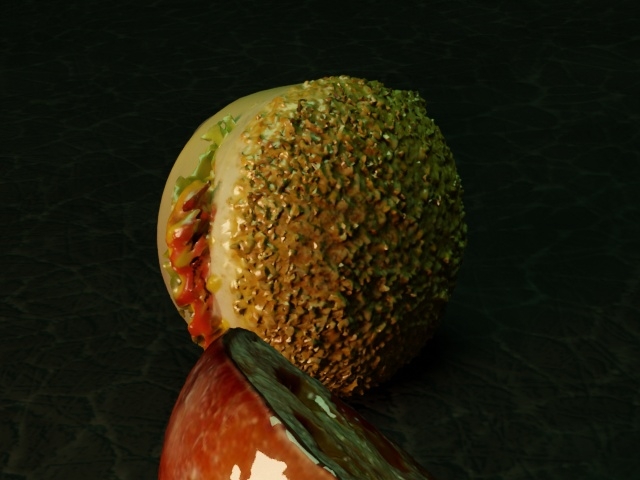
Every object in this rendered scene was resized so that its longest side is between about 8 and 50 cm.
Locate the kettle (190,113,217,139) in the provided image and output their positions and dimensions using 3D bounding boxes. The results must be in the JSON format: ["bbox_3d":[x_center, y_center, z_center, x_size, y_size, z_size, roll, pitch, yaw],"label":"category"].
[{"bbox_3d":[0.010,-0.074,1.611,0.210,0.160,0.243,32,33,27],"label":"kettle"}]

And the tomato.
[{"bbox_3d":[0.015,0.199,0.843,0.144,0.338,0.338,-46,30,0],"label":"tomato"}]

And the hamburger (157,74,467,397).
[{"bbox_3d":[0.000,0.000,1.269,0.294,0.276,0.179,-34,27,-26],"label":"hamburger"}]
